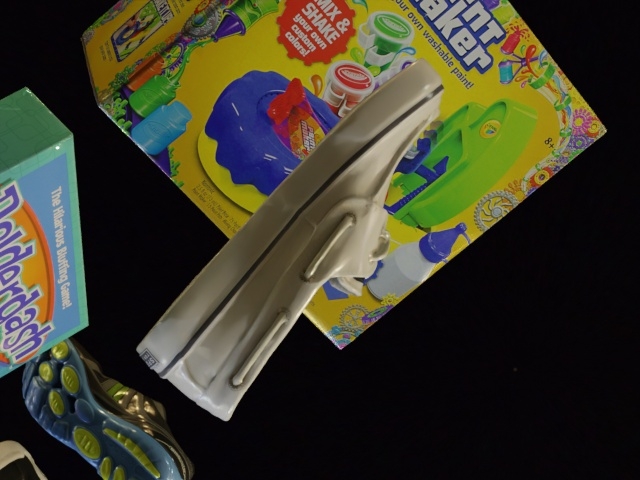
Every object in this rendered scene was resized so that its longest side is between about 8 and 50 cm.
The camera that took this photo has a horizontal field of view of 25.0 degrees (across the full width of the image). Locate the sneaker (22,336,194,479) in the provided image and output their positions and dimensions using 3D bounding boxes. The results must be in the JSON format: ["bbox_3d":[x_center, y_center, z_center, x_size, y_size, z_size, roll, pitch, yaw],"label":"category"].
[{"bbox_3d":[-0.175,0.145,1.181,0.188,0.078,0.067,40,-80,26],"label":"sneaker"}]

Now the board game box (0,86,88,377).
[{"bbox_3d":[-0.219,0.033,0.732,0.210,0.160,0.047,-32,-121,-27],"label":"board game box"}]

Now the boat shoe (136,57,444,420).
[{"bbox_3d":[0.000,0.000,0.935,0.088,0.096,0.267,43,-102,-2],"label":"boat shoe"}]

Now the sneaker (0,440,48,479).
[{"bbox_3d":[-0.186,0.208,0.997,0.121,0.217,0.079,38,-99,9],"label":"sneaker"}]

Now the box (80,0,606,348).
[{"bbox_3d":[0.014,-0.127,1.148,0.279,0.177,0.290,-41,-62,7],"label":"box"}]
